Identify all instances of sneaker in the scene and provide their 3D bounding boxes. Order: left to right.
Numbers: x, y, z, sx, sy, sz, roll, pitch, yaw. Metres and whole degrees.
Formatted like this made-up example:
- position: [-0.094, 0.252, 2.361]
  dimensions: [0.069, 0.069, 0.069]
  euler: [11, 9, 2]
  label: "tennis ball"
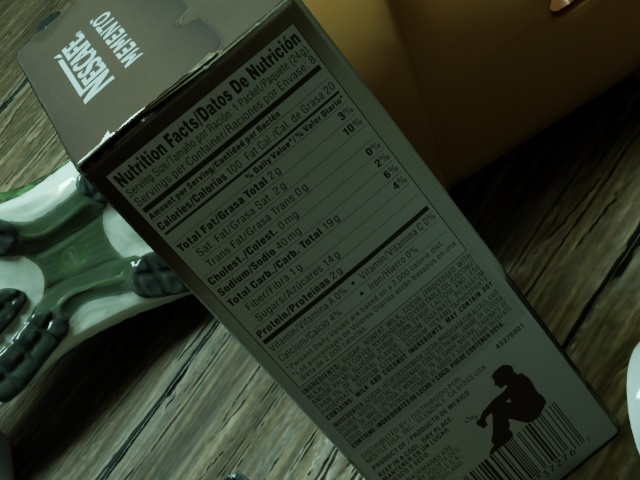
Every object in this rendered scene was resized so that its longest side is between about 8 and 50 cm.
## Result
- position: [-0.220, 0.025, 1.066]
  dimensions: [0.410, 0.158, 0.182]
  euler: [-22, 6, -12]
  label: "sneaker"

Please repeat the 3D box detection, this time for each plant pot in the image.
- position: [0.074, -0.167, 0.911]
  dimensions: [0.204, 0.291, 0.291]
  euler: [-18, 33, 3]
  label: "plant pot"

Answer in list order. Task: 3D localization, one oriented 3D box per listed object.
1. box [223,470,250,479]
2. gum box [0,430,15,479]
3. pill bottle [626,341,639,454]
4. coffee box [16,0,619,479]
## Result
- position: [-0.060, 0.230, 0.739]
  dimensions: [0.190, 0.045, 0.184]
  euler: [-46, 29, -8]
  label: "box"
- position: [-0.263, 0.200, 0.982]
  dimensions: [0.107, 0.062, 0.188]
  euler: [-37, 30, 4]
  label: "gum box"
- position: [0.225, 0.057, 0.592]
  dimensions: [0.184, 0.103, 0.103]
  euler: [-16, 38, 35]
  label: "pill bottle"
- position: [0.000, 0.000, 0.722]
  dimensions: [0.119, 0.297, 0.168]
  euler: [-40, 30, 1]
  label: "coffee box"
